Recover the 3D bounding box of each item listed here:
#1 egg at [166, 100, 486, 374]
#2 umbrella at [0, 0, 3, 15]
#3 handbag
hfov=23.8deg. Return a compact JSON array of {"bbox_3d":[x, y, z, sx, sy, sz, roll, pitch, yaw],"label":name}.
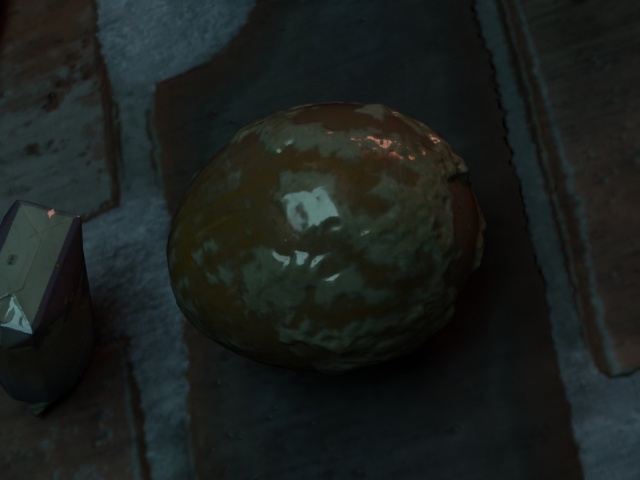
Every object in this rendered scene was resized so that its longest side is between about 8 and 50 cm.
[{"bbox_3d":[0.000,0.000,1.113,0.245,0.203,0.203,-15,63,19],"label":"egg"},{"bbox_3d":[-0.333,-0.207,1.441,0.066,0.059,0.236,6,68,2],"label":"umbrella"},{"bbox_3d":[-0.234,0.058,1.225,0.095,0.173,0.117,16,61,5],"label":"handbag"}]
